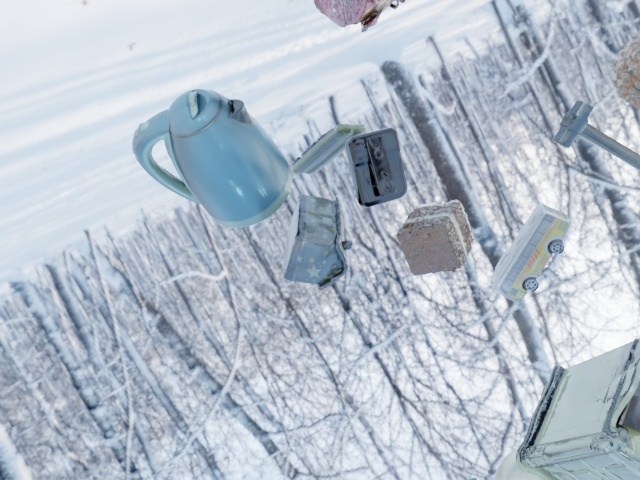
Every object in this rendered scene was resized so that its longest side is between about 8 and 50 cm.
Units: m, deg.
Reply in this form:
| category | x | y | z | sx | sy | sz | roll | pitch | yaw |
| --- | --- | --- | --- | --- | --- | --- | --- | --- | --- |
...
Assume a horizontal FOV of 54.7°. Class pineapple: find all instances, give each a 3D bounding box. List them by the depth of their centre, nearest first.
| category | x | y | z | sx | sy | sz | roll | pitch | yaw |
| --- | --- | --- | --- | --- | --- | --- | --- | --- | --- |
| pineapple | 0.571 | -0.300 | 0.970 | 0.169 | 0.169 | 0.340 | -25 | 172 | 13 |

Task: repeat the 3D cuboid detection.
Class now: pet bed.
| category | x | y | z | sx | sy | sz | roll | pitch | yaw |
| --- | --- | --- | --- | --- | --- | --- | --- | --- | --- |
| pet bed | 0.000 | 0.000 | 1.613 | 0.159 | 0.183 | 0.210 | 12 | -143 | -8 |

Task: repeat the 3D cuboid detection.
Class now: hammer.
| category | x | y | z | sx | sy | sz | roll | pitch | yaw |
| --- | --- | --- | --- | --- | --- | --- | --- | --- | --- |
| hammer | 0.736 | -0.227 | 1.545 | 0.111 | 0.366 | 0.043 | -62 | -153 | 15 |

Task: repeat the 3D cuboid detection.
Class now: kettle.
| category | x | y | z | sx | sy | sz | roll | pitch | yaw |
| --- | --- | --- | --- | --- | --- | --- | --- | --- | --- |
| kettle | -0.279 | -0.209 | 1.510 | 0.320 | 0.342 | 0.247 | -19 | -127 | 12 |

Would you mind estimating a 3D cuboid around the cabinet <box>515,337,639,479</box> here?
| category | x | y | z | sx | sy | sz | roll | pitch | yaw |
| --- | --- | --- | --- | --- | --- | --- | --- | --- | --- |
| cabinet | 0.562 | 0.351 | 1.055 | 0.227 | 0.290 | 0.318 | -54 | 175 | -26 |

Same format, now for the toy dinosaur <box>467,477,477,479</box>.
| category | x | y | z | sx | sy | sz | roll | pitch | yaw |
| --- | --- | --- | --- | --- | --- | --- | --- | --- | --- |
| toy dinosaur | 0.270 | 0.710 | 1.324 | 0.130 | 0.330 | 0.383 | 3 | 151 | -15 |

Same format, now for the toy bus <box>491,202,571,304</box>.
| category | x | y | z | sx | sy | sz | roll | pitch | yaw |
| --- | --- | --- | --- | --- | --- | --- | --- | --- | --- |
| toy bus | 0.553 | 0.036 | 1.634 | 0.092 | 0.106 | 0.268 | -79 | -166 | -66 |

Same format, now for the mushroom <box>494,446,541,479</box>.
| category | x | y | z | sx | sy | sz | roll | pitch | yaw |
| --- | --- | --- | --- | --- | --- | --- | --- | --- | --- |
| mushroom | 0.573 | 0.619 | 1.506 | 0.315 | 0.315 | 0.355 | -39 | 152 | -58 |

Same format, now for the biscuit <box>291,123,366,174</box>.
| category | x | y | z | sx | sy | sz | roll | pitch | yaw |
| --- | --- | --- | --- | --- | --- | --- | --- | --- | --- |
| biscuit | 0.013 | -0.257 | 1.790 | 0.099 | 0.038 | 0.322 | 1 | 163 | -29 |

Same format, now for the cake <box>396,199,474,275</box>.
| category | x | y | z | sx | sy | sz | roll | pitch | yaw |
| --- | --- | --- | --- | --- | --- | --- | --- | --- | --- |
| cake | 0.274 | -0.009 | 1.446 | 0.135 | 0.134 | 0.147 | -10 | -159 | 35 |

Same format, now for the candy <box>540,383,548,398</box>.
| category | x | y | z | sx | sy | sz | roll | pitch | yaw |
| --- | --- | --- | --- | --- | --- | --- | --- | --- | --- |
| candy | 0.672 | 0.444 | 1.606 | 0.102 | 0.234 | 0.104 | -29 | -140 | 53 |

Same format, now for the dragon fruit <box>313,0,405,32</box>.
| category | x | y | z | sx | sy | sz | roll | pitch | yaw |
| --- | --- | --- | --- | --- | --- | --- | --- | --- | --- |
| dragon fruit | 0.095 | -0.704 | 1.438 | 0.249 | 0.386 | 0.370 | -24 | 147 | -16 |

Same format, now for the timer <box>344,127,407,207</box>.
| category | x | y | z | sx | sy | sz | roll | pitch | yaw |
| --- | --- | --- | --- | --- | --- | --- | --- | --- | --- |
| timer | 0.150 | -0.189 | 1.601 | 0.144 | 0.187 | 0.055 | -18 | -170 | -22 |
